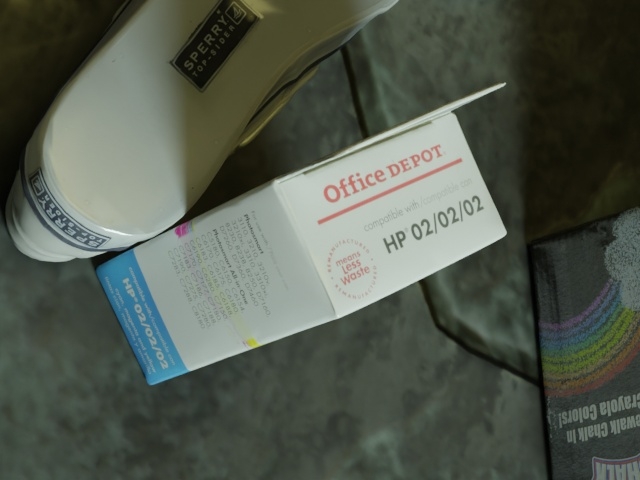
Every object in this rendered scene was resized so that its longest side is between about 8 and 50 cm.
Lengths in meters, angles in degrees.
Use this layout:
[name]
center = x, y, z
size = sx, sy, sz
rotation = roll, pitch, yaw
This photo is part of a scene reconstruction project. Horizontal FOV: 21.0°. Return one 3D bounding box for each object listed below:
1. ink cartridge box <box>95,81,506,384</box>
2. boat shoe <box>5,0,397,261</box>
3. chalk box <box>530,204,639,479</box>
[ink cartridge box]
center = 0.000, 0.000, 0.723
size = 0.104, 0.181, 0.062
rotation = -25, 91, -39
[boat shoe]
center = -0.045, -0.089, 0.777
size = 0.096, 0.088, 0.267
rotation = 42, 59, -14
[chalk box]
center = 0.204, 0.093, 0.879
size = 0.132, 0.132, 0.213
rotation = 7, 73, -35
